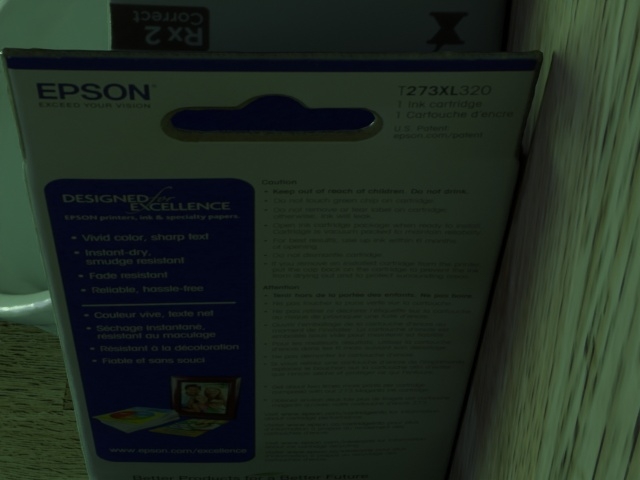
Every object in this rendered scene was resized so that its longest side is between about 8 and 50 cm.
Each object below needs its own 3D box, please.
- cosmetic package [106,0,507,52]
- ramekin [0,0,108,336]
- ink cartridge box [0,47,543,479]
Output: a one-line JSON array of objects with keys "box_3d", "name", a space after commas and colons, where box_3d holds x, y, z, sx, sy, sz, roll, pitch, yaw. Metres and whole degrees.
[{"box_3d": [-0.006, -0.173, 0.627, 0.183, 0.151, 0.151, -94, 5, -52], "name": "cosmetic package"}, {"box_3d": [-0.072, -0.060, 0.849, 0.135, 0.277, 0.277, 34, -138, -40], "name": "ramekin"}, {"box_3d": [-0.021, 0.019, 0.666, 0.371, 0.176, 0.069, 94, 175, -59], "name": "ink cartridge box"}]
